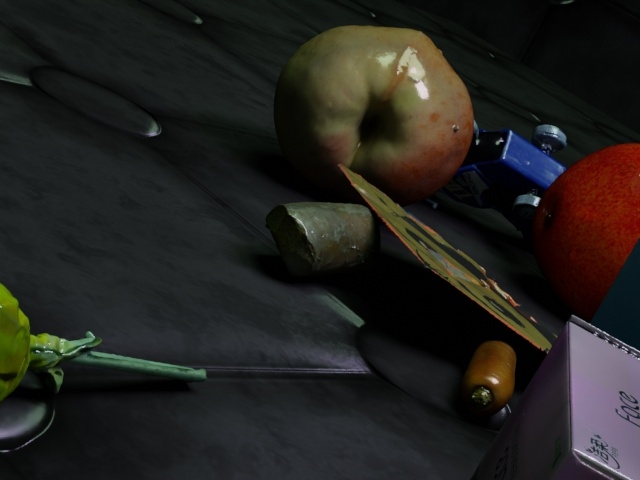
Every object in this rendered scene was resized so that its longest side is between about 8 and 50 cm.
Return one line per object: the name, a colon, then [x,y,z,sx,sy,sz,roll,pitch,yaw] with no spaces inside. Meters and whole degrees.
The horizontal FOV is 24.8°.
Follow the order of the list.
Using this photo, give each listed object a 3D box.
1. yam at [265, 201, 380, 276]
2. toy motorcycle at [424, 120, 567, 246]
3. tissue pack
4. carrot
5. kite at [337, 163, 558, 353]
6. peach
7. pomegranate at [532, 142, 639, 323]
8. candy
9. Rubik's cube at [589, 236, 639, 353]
yam: [0.000,0.000,1.289,0.070,0.069,0.146,37,22,30]
toy motorcycle: [0.215,-0.072,1.767,0.315,0.113,0.169,30,-28,-23]
tissue pack: [0.154,0.156,0.884,0.092,0.148,0.246,30,15,2]
carrot: [0.149,0.103,1.256,0.043,0.043,0.248,29,13,4]
kite: [0.143,0.041,1.352,0.377,0.013,0.327,42,7,21]
peach: [0.057,-0.140,1.583,0.233,0.232,0.232,25,15,-8]
pomegranate: [0.362,0.007,1.618,0.257,0.221,0.221,28,14,-21]
candy: [-0.148,0.068,0.846,0.073,0.077,0.262,12,-4,31]
Rubik's cube: [0.336,0.138,1.097,0.221,0.231,0.224,15,18,-38]
